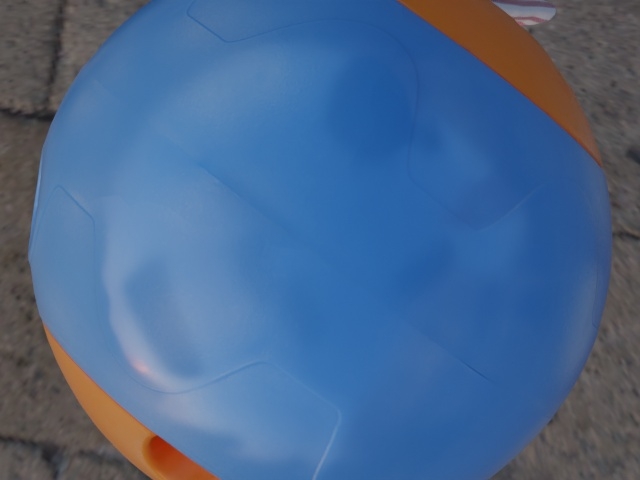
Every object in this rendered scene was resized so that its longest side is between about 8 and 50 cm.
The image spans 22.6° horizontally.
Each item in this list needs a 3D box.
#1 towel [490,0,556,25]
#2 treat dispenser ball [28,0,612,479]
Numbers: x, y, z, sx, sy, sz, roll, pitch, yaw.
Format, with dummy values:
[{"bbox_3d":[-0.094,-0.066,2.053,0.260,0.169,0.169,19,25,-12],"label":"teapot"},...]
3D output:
[{"bbox_3d":[0.059,-0.167,1.195,0.197,0.144,0.029,6,100,41],"label":"towel"},{"bbox_3d":[0.000,0.000,0.798,0.288,0.288,0.288,0,99,2],"label":"treat dispenser ball"}]
